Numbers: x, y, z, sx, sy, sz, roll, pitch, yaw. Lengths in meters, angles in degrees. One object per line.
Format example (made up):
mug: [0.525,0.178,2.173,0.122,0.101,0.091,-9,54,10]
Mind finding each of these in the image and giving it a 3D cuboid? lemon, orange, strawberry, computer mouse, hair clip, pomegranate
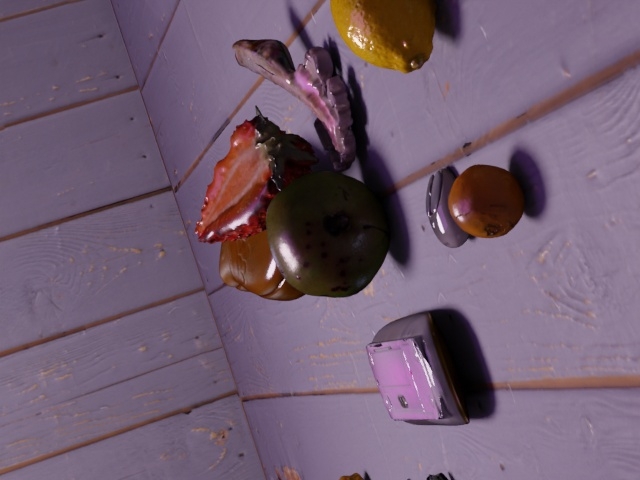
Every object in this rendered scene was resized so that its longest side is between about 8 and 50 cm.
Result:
lemon: [0.072,-0.254,1.643,0.114,0.114,0.155,105,141,-66]
orange: [0.177,-0.041,1.563,0.083,0.083,0.084,162,90,-76]
strawberry: [-0.092,-0.064,2.188,0.228,0.098,0.174,-60,38,20]
computer mouse: [0.138,0.181,2.010,0.310,0.071,0.158,149,102,-76]
hair clip: [-0.023,-0.222,2.137,0.300,0.069,0.173,45,156,40]
pomegranate: [0.001,-0.014,2.082,0.210,0.179,0.179,29,135,63]
computer mouse: [0.148,-0.037,1.763,0.066,0.039,0.096,153,99,-76]

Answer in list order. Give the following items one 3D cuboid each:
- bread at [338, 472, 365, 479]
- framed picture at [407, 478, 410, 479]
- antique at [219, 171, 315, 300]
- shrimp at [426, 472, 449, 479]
bread: [0.064,0.536,2.744,0.271,0.077,0.139,94,158,-54]
framed picture: [0.162,0.436,2.377,0.089,0.006,0.066,-124,21,-51]
antique: [-0.062,-0.010,2.338,0.278,0.129,0.224,-45,42,49]
shrimp: [0.204,0.448,2.149,0.152,0.046,0.219,104,145,-60]
